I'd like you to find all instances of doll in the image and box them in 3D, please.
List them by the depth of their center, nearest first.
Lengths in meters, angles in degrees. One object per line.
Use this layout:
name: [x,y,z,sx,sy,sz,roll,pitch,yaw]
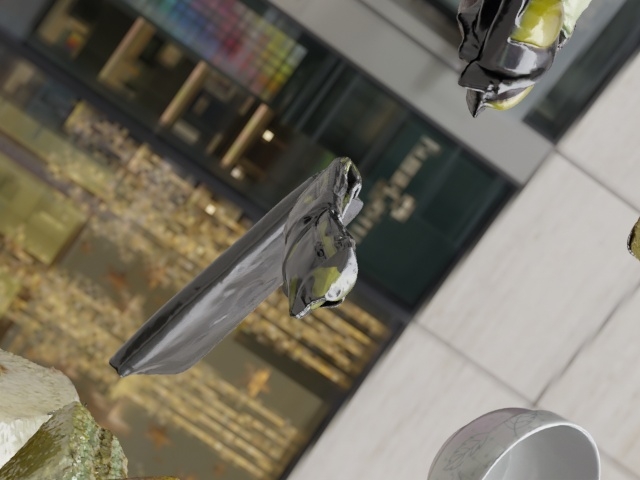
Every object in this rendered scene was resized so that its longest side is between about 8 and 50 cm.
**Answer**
doll: [0.167,-0.192,1.346,0.088,0.127,0.249,-2,-147,21]

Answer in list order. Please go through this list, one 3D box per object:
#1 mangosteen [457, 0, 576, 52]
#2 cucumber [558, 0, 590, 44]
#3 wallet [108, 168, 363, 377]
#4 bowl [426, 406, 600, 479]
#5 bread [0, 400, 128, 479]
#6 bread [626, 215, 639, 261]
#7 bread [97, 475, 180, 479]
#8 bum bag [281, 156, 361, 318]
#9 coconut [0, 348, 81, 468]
mangosteen: [0.270,-0.329,2.204,0.166,0.166,0.180,-75,158,-62]
cucumber: [0.277,-0.344,1.710,0.145,0.105,0.325,-10,-137,55]
wallet: [-0.101,0.049,2.091,0.377,0.051,0.197,-42,164,14]
bowl: [0.257,0.363,2.334,0.143,0.287,0.287,30,-96,46]
bread: [-0.286,0.265,1.742,0.138,0.102,0.196,-36,-166,3]
bread: [0.494,-0.016,2.066,0.190,0.114,0.132,-30,151,-9]
bread: [-0.220,0.281,1.503,0.172,0.103,0.132,-8,-170,23]
bum bag: [0.000,0.000,1.591,0.107,0.060,0.232,-51,-164,24]
coconut: [-0.529,0.320,2.183,0.405,0.404,0.404,-53,-169,14]
